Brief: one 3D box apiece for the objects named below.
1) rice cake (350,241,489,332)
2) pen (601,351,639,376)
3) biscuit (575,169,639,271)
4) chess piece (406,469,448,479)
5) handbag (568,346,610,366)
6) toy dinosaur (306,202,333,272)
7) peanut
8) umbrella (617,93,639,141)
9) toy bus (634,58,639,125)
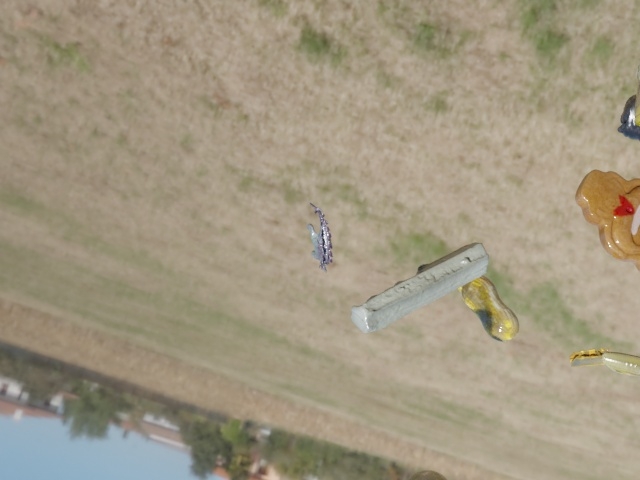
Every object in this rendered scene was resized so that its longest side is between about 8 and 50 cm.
[{"bbox_3d":[0.163,0.072,1.422,0.057,0.256,0.052,22,133,61],"label":"rice cake"},{"bbox_3d":[0.643,0.248,1.667,0.233,0.040,0.032,13,-163,7],"label":"pen"},{"bbox_3d":[0.714,-0.032,1.978,0.333,0.202,0.047,37,159,-3],"label":"biscuit"},{"bbox_3d":[0.239,0.543,1.665,0.142,0.143,0.261,1,128,51],"label":"chess piece"},{"bbox_3d":[0.586,0.254,1.932,0.083,0.027,0.061,-6,158,0],"label":"handbag"},{"bbox_3d":[0.002,-0.001,1.874,0.039,0.082,0.209,-18,133,-9],"label":"toy dinosaur"},{"bbox_3d":[0.410,0.159,2.175,0.207,0.087,0.087,56,-170,31],"label":"peanut"},{"bbox_3d":[0.580,-0.138,1.237,0.325,0.090,0.094,16,150,5],"label":"umbrella"},{"bbox_3d":[0.471,-0.298,1.080,0.152,0.331,0.144,7,-176,14],"label":"toy bus"}]
